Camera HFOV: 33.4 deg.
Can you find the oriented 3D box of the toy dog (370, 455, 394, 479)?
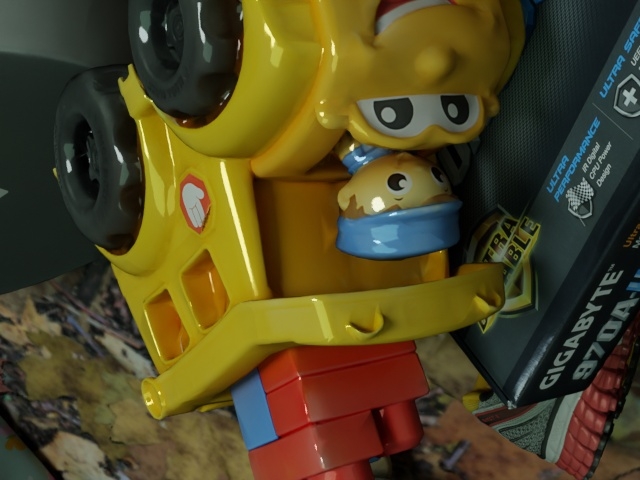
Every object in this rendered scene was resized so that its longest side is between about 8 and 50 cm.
[{"bbox_3d":[0.002,0.259,0.705,0.161,0.220,0.334,17,142,-26],"label":"toy dog"}]

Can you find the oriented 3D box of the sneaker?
[{"bbox_3d":[0.120,0.024,0.541,0.093,0.088,0.225,19,124,21],"label":"sneaker"}]

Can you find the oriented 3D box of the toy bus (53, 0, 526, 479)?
[{"bbox_3d":[0.000,0.000,0.427,0.220,0.149,0.211,-41,61,52],"label":"toy bus"}]

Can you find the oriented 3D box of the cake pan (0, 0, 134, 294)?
[{"bbox_3d":[-0.195,-0.040,0.536,0.293,0.293,0.054,-36,62,37],"label":"cake pan"}]

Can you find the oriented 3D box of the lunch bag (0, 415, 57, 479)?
[{"bbox_3d":[-0.370,0.202,0.836,0.262,0.160,0.223,-28,107,29],"label":"lunch bag"}]

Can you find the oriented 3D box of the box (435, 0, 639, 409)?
[{"bbox_3d":[0.092,-0.065,0.459,0.175,0.051,0.220,55,139,36],"label":"box"}]
